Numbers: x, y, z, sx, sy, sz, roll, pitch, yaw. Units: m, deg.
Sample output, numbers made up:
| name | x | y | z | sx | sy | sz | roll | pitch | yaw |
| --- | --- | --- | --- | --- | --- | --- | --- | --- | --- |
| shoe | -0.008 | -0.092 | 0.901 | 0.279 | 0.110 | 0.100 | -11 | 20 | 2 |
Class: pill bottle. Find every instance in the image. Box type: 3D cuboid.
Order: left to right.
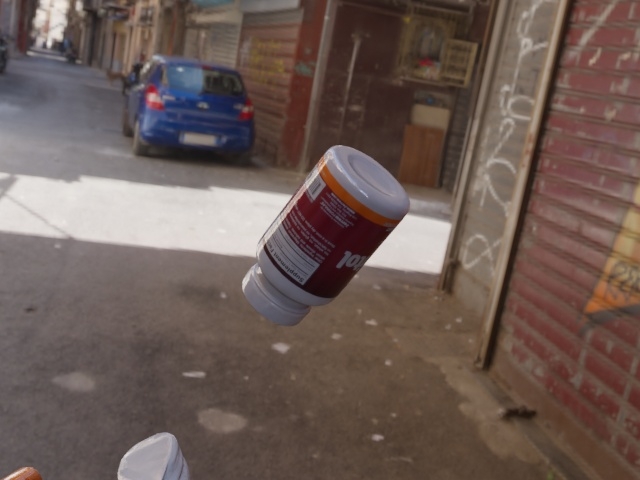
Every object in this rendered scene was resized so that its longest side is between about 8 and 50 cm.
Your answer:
| name | x | y | z | sx | sy | sz | roll | pitch | yaw |
| --- | --- | --- | --- | --- | --- | --- | --- | --- | --- |
| pill bottle | 0.000 | 0.000 | 0.661 | 0.086 | 0.152 | 0.086 | 31 | 25 | -17 |

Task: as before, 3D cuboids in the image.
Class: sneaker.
| name | x | y | z | sx | sy | sz | roll | pitch | yaw |
| --- | --- | --- | --- | --- | --- | --- | --- | --- | --- |
| sneaker | -0.132 | 0.253 | 0.629 | 0.080 | 0.094 | 0.212 | -22 | 20 | 10 |

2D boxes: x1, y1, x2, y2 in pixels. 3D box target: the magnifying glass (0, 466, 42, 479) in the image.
| name | x | y | z | sx | sy | sz | roll | pitch | yaw |
| --- | --- | --- | --- | --- | --- | --- | --- | --- | --- |
| magnifying glass | -0.265 | 0.198 | 0.439 | 0.092 | 0.026 | 0.231 | -17 | 5 | 41 |
